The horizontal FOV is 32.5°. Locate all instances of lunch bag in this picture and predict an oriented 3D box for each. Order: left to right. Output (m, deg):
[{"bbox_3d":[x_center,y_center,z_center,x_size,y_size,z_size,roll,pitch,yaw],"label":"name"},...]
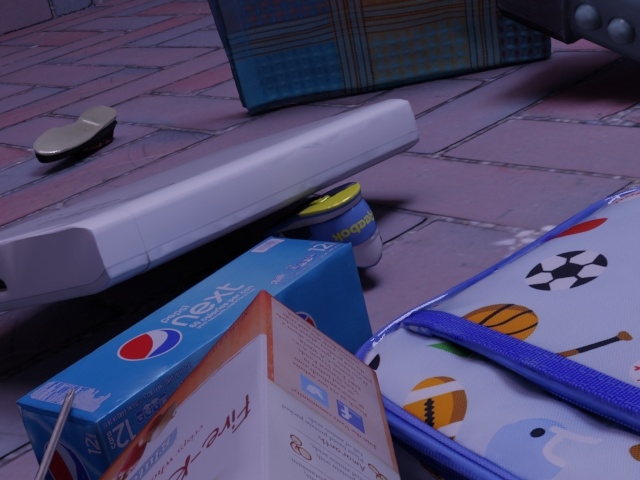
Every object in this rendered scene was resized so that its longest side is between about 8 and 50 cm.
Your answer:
[{"bbox_3d":[0.163,0.077,0.416,0.243,0.115,0.303,-25,23,-24],"label":"lunch bag"}]

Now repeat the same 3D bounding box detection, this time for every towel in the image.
[{"bbox_3d":[0.057,-0.278,1.196,0.370,0.271,0.040,-9,43,9],"label":"towel"}]

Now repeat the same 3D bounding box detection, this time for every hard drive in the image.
[{"bbox_3d":[-0.111,-0.026,0.827,0.233,0.047,0.353,-12,11,39],"label":"hard drive"}]

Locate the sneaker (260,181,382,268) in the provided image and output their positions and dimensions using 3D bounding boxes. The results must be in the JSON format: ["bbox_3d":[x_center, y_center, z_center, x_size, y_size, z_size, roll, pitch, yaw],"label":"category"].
[{"bbox_3d":[0.000,0.000,0.804,0.053,0.059,0.144,-37,8,-19],"label":"sneaker"}]

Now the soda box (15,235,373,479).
[{"bbox_3d":[-0.061,0.072,0.617,0.067,0.071,0.210,4,27,40],"label":"soda box"}]

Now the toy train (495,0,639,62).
[{"bbox_3d":[0.324,-0.242,1.031,0.190,0.142,0.334,-42,55,-21],"label":"toy train"}]

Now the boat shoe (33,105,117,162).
[{"bbox_3d":[-0.287,-0.117,1.295,0.049,0.042,0.133,23,34,17],"label":"boat shoe"}]

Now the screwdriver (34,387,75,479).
[{"bbox_3d":[-0.131,0.137,0.478,0.024,0.025,0.170,-42,22,44],"label":"screwdriver"}]

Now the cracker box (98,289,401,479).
[{"bbox_3d":[-0.042,0.131,0.350,0.155,0.067,0.232,-49,16,13],"label":"cracker box"}]
